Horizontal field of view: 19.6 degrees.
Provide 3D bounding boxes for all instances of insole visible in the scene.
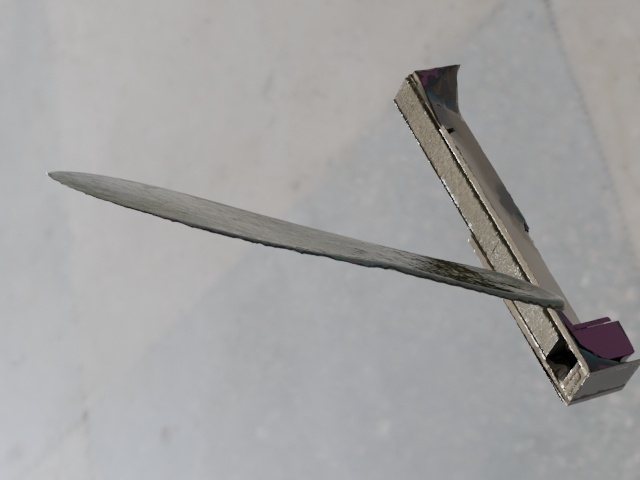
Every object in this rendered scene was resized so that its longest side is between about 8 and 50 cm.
[{"bbox_3d":[0.000,0.000,1.003,0.109,0.322,0.007,31,106,59],"label":"insole"}]

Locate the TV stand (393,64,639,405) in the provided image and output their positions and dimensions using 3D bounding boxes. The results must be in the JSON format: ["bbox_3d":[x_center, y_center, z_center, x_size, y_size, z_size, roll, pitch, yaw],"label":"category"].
[{"bbox_3d":[0.128,-0.010,1.233,0.256,0.049,0.040,62,147,28],"label":"TV stand"}]
